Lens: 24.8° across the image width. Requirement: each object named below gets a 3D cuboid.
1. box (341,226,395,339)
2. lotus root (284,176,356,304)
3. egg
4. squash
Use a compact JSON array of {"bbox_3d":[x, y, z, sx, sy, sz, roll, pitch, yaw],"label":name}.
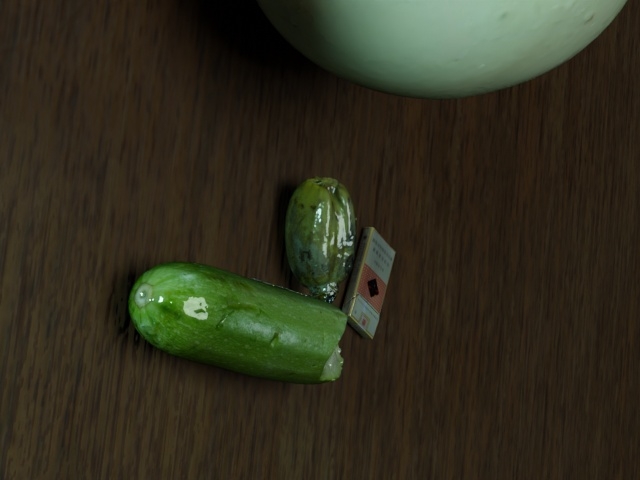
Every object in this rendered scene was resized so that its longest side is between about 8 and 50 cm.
[{"bbox_3d":[0.041,0.036,1.219,0.046,0.012,0.083,47,51,-48],"label":"box"},{"bbox_3d":[0.000,0.000,1.122,0.054,0.049,0.099,-3,93,-37],"label":"lotus root"},{"bbox_3d":[0.089,-0.241,1.055,0.345,0.283,0.283,-33,117,-46],"label":"egg"},{"bbox_3d":[-0.048,0.062,1.030,0.239,0.069,0.069,20,73,-55],"label":"squash"}]
